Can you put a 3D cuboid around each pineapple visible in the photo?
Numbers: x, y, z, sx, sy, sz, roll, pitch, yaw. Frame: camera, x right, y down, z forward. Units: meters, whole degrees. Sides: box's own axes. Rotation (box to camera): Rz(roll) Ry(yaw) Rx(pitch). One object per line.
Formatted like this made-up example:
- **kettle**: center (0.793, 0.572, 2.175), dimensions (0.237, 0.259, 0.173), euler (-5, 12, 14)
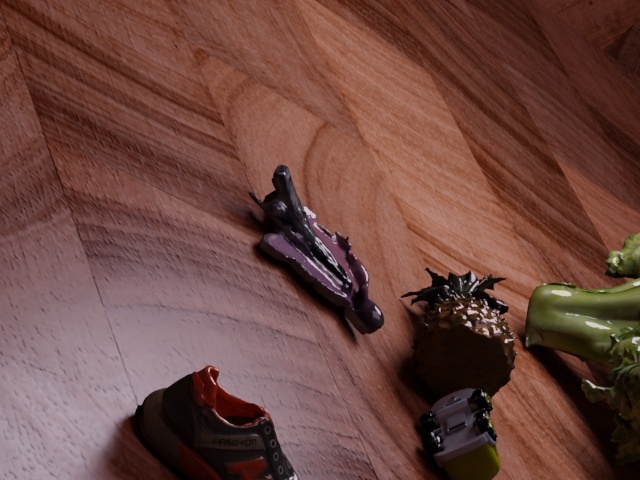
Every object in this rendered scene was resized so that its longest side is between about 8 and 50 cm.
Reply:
- **pineapple**: center (0.149, 0.090, 2.161), dimensions (0.125, 0.125, 0.251), euler (44, 15, -12)

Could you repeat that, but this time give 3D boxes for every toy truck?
- **toy truck**: center (0.148, 0.200, 2.004), dimensions (0.077, 0.076, 0.111), euler (60, 13, -23)

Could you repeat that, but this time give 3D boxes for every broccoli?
- **broccoli**: center (0.429, 0.121, 2.436), dimensions (0.317, 0.338, 0.277), euler (36, -19, 33)

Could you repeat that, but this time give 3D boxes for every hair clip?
- **hair clip**: center (-0.007, 0.004, 2.076), dimensions (0.187, 0.056, 0.146), euler (51, 17, -20)

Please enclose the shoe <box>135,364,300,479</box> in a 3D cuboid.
- **shoe**: center (-0.057, 0.177, 1.603), dimensions (0.194, 0.077, 0.074), euler (42, 20, -16)
